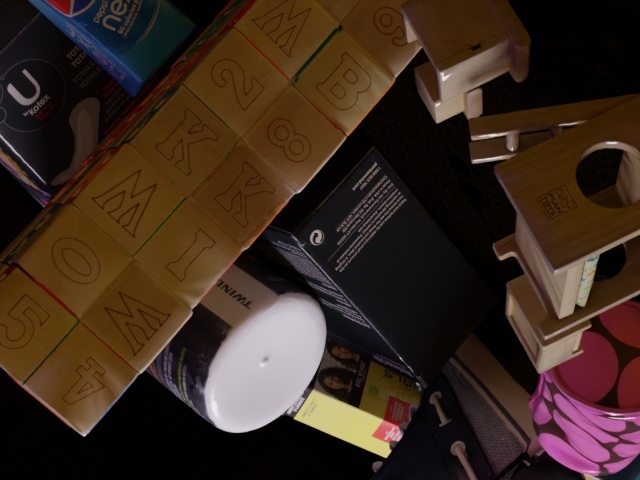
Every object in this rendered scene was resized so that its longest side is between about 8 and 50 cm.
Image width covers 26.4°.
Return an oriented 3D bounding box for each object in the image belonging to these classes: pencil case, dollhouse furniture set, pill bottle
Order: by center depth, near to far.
[{"bbox_3d":[0.124,-0.044,0.711,0.182,0.101,0.161,72,171,-69],"label":"dollhouse furniture set"},{"bbox_3d":[0.191,0.104,0.954,0.098,0.095,0.209,3,157,8],"label":"pencil case"},{"bbox_3d":[-0.121,0.046,1.145,0.246,0.130,0.130,33,166,37],"label":"pill bottle"}]

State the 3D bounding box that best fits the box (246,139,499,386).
[{"bbox_3d":[0.000,0.000,1.152,0.184,0.103,0.261,51,165,-28],"label":"box"}]

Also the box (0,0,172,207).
[{"bbox_3d":[-0.227,-0.124,1.263,0.143,0.165,0.270,30,163,44],"label":"box"}]

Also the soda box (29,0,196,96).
[{"bbox_3d":[-0.203,-0.215,1.098,0.210,0.067,0.071,42,169,-8],"label":"soda box"}]

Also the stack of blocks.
[{"bbox_3d":[-0.081,-0.037,0.790,0.087,0.297,0.171,43,167,-13],"label":"stack of blocks"}]

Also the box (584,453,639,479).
[{"bbox_3d":[0.313,0.250,1.168,0.244,0.060,0.100,46,168,-23],"label":"box"}]

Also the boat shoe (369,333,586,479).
[{"bbox_3d":[0.100,0.177,1.191,0.127,0.158,0.340,65,174,-15],"label":"boat shoe"}]

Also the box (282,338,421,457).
[{"bbox_3d":[0.084,0.172,1.362,0.232,0.087,0.058,25,135,-7],"label":"box"}]
